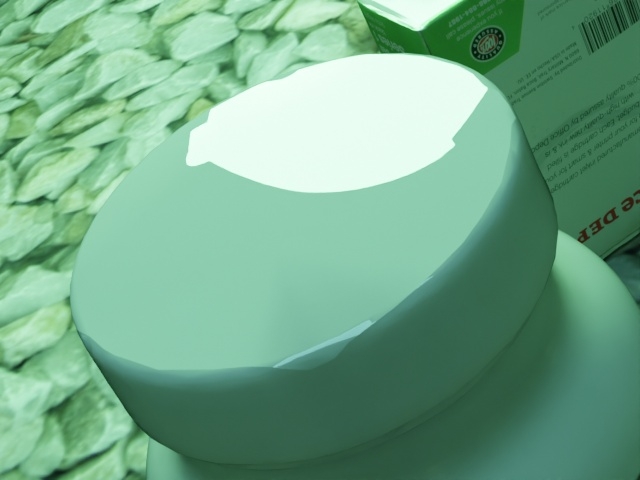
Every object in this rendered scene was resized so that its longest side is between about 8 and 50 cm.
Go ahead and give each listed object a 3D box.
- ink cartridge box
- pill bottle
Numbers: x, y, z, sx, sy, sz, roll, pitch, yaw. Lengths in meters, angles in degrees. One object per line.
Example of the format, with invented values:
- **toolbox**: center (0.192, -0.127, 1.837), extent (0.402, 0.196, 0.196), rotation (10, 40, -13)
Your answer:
- **ink cartridge box**: center (0.144, -0.098, 0.965), extent (0.160, 0.219, 0.092), rotation (-34, 32, -12)
- **pill bottle**: center (0.055, 0.119, 0.614), extent (0.210, 0.363, 0.210), rotation (-17, 36, 13)
